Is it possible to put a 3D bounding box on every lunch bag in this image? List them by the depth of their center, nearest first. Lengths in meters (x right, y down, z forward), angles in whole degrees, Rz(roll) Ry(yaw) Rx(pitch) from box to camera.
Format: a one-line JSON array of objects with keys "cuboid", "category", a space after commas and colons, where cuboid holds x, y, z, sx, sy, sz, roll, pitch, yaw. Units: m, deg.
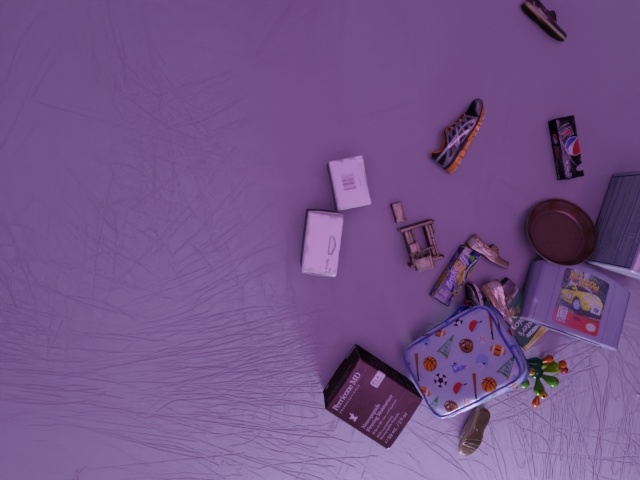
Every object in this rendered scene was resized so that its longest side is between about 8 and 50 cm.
[{"cuboid": [0.384, 0.310, 1.676, 0.303, 0.115, 0.243, -36, 67, 23], "category": "lunch bag"}]

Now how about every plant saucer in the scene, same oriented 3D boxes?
[{"cuboid": [0.655, -0.019, 1.741, 0.198, 0.036, 0.199, 2, 69, -4], "category": "plant saucer"}]

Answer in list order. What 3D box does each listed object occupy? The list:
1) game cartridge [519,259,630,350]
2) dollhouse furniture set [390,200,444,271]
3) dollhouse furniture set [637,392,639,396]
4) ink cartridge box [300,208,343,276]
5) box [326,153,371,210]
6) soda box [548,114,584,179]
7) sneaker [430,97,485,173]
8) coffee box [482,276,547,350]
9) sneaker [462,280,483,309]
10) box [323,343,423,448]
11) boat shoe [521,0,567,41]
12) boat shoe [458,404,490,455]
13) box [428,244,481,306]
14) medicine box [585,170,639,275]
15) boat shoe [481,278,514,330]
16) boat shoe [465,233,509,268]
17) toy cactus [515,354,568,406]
[{"cuboid": [0.706, 0.167, 1.752, 0.294, 0.060, 0.196, 19, 77, -7], "category": "game cartridge"}, {"cuboid": [0.270, -0.023, 1.692, 0.101, 0.161, 0.182, -17, 95, -1], "category": "dollhouse furniture set"}, {"cuboid": [0.959, 0.413, 1.819, 0.081, 0.091, 0.114, -1, 67, 37], "category": "dollhouse furniture set"}, {"cuboid": [0.000, 0.000, 1.655, 0.092, 0.219, 0.160, 6, 93, -3], "category": "ink cartridge box"}, {"cuboid": [0.073, -0.150, 1.673, 0.091, 0.170, 0.130, -12, 94, 0], "category": "box"}, {"cuboid": [0.673, -0.253, 1.741, 0.053, 0.060, 0.169, -11, 94, -2], "category": "soda box"}, {"cuboid": [0.375, -0.292, 1.720, 0.083, 0.084, 0.215, 28, 93, 2], "category": "sneaker"}, {"cuboid": [0.547, 0.205, 1.775, 0.113, 0.040, 0.184, -44, 94, 1], "category": "coffee box"}, {"cuboid": [0.407, 0.199, 1.759, 0.074, 0.063, 0.170, -5, 99, -8], "category": "sneaker"}, {"cuboid": [0.136, 0.416, 1.712, 0.203, 0.167, 0.168, 33, 92, -3], "category": "box"}, {"cuboid": [0.614, -0.603, 1.720, 0.152, 0.056, 0.049, 41, 97, -4], "category": "boat shoe"}, {"cuboid": [0.429, 0.536, 1.796, 0.056, 0.048, 0.153, 17, 100, -15], "category": "boat shoe"}, {"cuboid": [0.370, 0.096, 1.754, 0.054, 0.059, 0.169, 33, 92, -5], "category": "box"}, {"cuboid": [0.845, -0.035, 1.646, 0.149, 0.289, 0.264, 18, 93, -1], "category": "medicine box"}, {"cuboid": [0.480, 0.193, 1.725, 0.059, 0.063, 0.170, -15, 84, 3], "category": "boat shoe"}, {"cuboid": [0.470, 0.030, 1.758, 0.135, 0.050, 0.045, 32, 97, -3], "category": "boat shoe"}, {"cuboid": [0.568, 0.357, 1.742, 0.180, 0.219, 0.112, 28, 123, 37], "category": "toy cactus"}]
